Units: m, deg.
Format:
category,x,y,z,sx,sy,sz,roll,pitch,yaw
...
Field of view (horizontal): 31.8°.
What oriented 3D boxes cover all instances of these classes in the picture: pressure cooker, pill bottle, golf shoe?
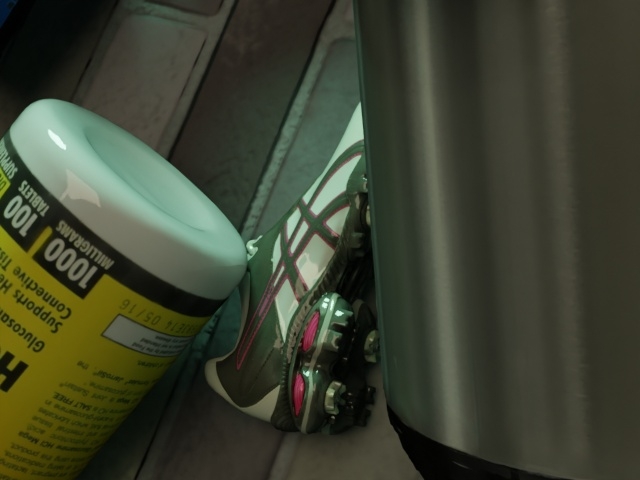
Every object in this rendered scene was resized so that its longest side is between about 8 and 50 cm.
category,x,y,z,sx,sy,sz,roll,pitch,yaw
pressure cooker,0.191,-0.094,0.557,0.375,0.370,0.420,-4,97,6
pill bottle,-0.221,0.082,0.785,0.188,0.188,0.334,44,100,26
golf shoe,0.000,0.000,0.805,0.120,0.105,0.273,11,75,29

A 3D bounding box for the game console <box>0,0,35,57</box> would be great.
category,x,y,z,sx,sy,sz,roll,pitch,yaw
game console,-0.273,-0.293,0.895,0.173,0.250,0.293,36,95,25
